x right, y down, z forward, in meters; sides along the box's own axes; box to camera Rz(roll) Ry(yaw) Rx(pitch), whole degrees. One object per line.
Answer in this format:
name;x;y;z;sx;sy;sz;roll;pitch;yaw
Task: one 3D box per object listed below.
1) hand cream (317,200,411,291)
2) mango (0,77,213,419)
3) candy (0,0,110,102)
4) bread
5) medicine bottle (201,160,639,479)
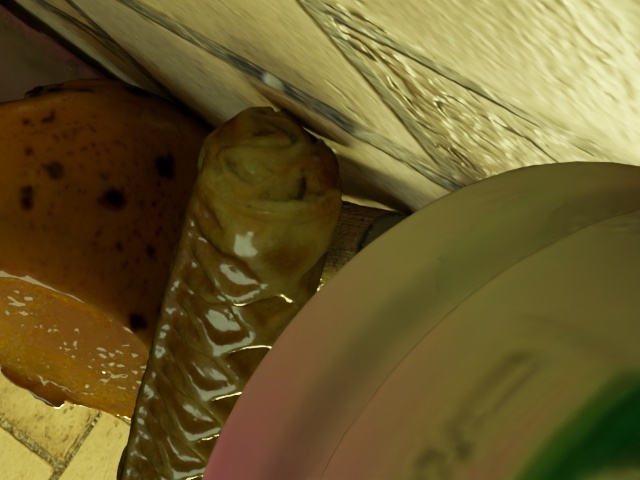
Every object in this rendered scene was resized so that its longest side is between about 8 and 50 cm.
hand cream;0.000;0.000;0.941;0.084;0.084;0.203;37;167;-21
mango;-0.114;0.011;1.088;0.290;0.191;0.160;40;137;-24
candy;-0.190;-0.050;1.217;0.265;0.155;0.116;36;180;-16
bread;-0.057;0.064;0.931;0.077;0.084;0.367;17;140;-4
medicine bottle;0.132;0.121;0.338;0.212;0.212;0.325;38;174;-37
